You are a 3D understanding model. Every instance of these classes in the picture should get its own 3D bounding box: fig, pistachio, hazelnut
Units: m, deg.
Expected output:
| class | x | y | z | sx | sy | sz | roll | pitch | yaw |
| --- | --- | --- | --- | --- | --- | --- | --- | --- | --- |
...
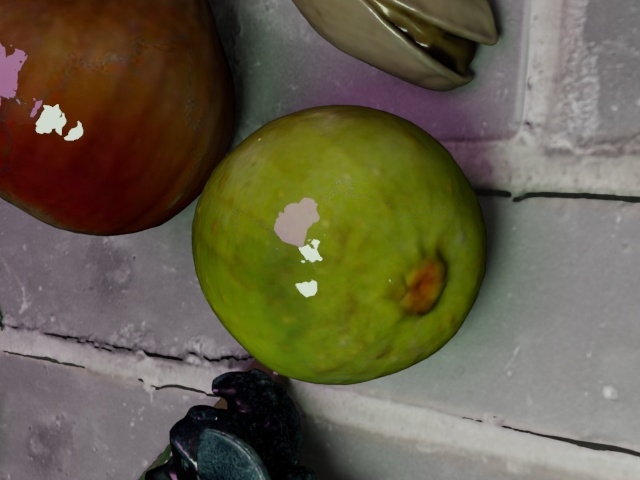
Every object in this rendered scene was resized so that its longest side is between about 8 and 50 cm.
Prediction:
| class | x | y | z | sx | sy | sz | roll | pitch | yaw |
| --- | --- | --- | --- | --- | --- | --- | --- | --- | --- |
| fig | 0.000 | 0.000 | 0.947 | 0.326 | 0.258 | 0.258 | 12 | 91 | 59 |
| pistachio | 0.065 | -0.240 | 0.995 | 0.237 | 0.153 | 0.138 | 33 | 116 | 11 |
| hazelnut | -0.277 | -0.188 | 1.146 | 0.409 | 0.359 | 0.359 | 43 | 110 | 36 |

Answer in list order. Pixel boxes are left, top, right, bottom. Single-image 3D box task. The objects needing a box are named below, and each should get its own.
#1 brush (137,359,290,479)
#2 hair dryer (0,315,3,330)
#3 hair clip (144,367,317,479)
| class | x | y | z | sx | sy | sz | roll | pitch | yaw |
| --- | --- | --- | --- | --- | --- | --- | --- | --- | --- |
| brush | -0.138 | 0.233 | 1.152 | 0.282 | 0.048 | 0.054 | -48 | 56 | 22 |
| hair dryer | -0.493 | 0.081 | 1.480 | 0.063 | 0.038 | 0.124 | -45 | 63 | 26 |
| hair clip | -0.050 | 0.263 | 0.963 | 0.310 | 0.206 | 0.195 | 42 | 114 | 35 |
